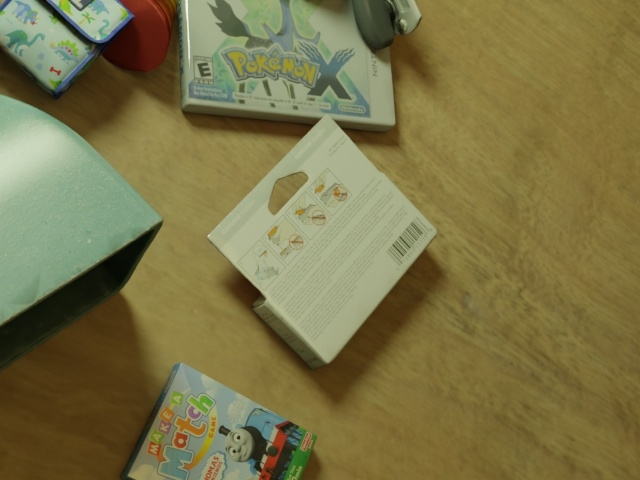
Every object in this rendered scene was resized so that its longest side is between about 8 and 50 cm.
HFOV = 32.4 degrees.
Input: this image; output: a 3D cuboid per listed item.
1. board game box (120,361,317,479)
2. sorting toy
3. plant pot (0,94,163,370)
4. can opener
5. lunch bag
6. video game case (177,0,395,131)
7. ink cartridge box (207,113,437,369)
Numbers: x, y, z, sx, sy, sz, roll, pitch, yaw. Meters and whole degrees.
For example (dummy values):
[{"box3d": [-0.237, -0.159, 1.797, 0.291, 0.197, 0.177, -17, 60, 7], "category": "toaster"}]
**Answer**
[{"box3d": [-0.126, 0.276, 1.410, 0.211, 0.039, 0.160, 30, 66, -15], "category": "board game box"}, {"box3d": [-0.243, -0.411, 1.435, 0.126, 0.127, 0.365, -52, 143, -51], "category": "sorting toy"}, {"box3d": [-0.373, -0.015, 1.261, 0.247, 0.248, 0.252, -37, 85, -29], "category": "plant pot"}, {"box3d": [0.066, -0.424, 1.615, 0.093, 0.074, 0.280, -26, 96, -35], "category": "can opener"}, {"box3d": [-0.332, -0.277, 1.406, 0.129, 0.096, 0.151, 44, 81, -11], "category": "lunch bag"}, {"box3d": [-0.048, -0.316, 1.608, 0.329, 0.036, 0.300, 3, 75, -25], "category": "video game case"}, {"box3d": [0.000, 0.000, 1.534, 0.239, 0.060, 0.275, 46, 63, -7], "category": "ink cartridge box"}]
